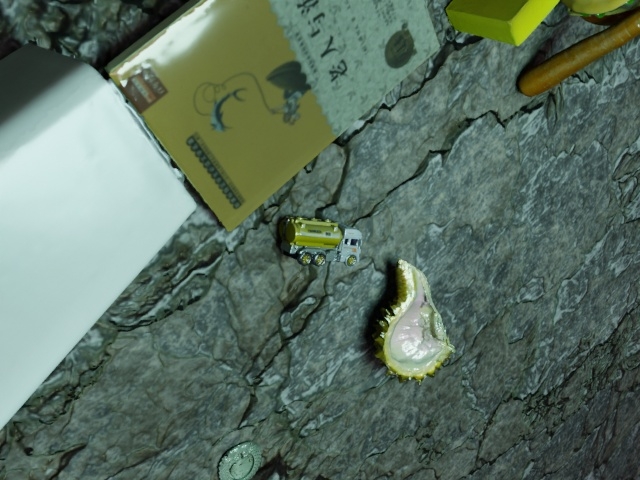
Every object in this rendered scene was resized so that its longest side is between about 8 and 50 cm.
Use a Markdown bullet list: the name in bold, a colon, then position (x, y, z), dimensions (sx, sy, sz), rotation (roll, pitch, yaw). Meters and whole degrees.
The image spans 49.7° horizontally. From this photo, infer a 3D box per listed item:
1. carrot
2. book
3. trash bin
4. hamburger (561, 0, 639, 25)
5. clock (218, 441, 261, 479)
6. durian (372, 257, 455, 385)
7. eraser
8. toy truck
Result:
- **carrot**: position (0.399, -0.282, 1.016), dimensions (0.043, 0.043, 0.248), rotation (26, 140, -37)
- **book**: position (-0.028, -0.217, 0.817), dimensions (0.389, 0.032, 0.269), rotation (-43, 136, -10)
- **trash bin**: position (-0.300, 0.019, 0.587), dimensions (0.368, 0.296, 0.256), rotation (-45, 131, -17)
- **hamburger**: position (0.421, -0.392, 1.001), dimensions (0.115, 0.162, 0.162), rotation (16, 102, -47)
- **clock**: position (-0.123, 0.346, 1.062), dimensions (0.074, 0.010, 0.083), rotation (-18, 123, -30)
- **durian**: position (0.135, 0.122, 1.103), dimensions (0.140, 0.078, 0.224), rotation (-17, 112, -16)
- **eraser**: position (0.242, -0.318, 0.920), dimensions (0.097, 0.122, 0.045), rotation (-49, 134, -6)
- **toy truck**: position (0.000, 0.000, 0.949), dimensions (0.123, 0.052, 0.063), rotation (3, 104, -37)
